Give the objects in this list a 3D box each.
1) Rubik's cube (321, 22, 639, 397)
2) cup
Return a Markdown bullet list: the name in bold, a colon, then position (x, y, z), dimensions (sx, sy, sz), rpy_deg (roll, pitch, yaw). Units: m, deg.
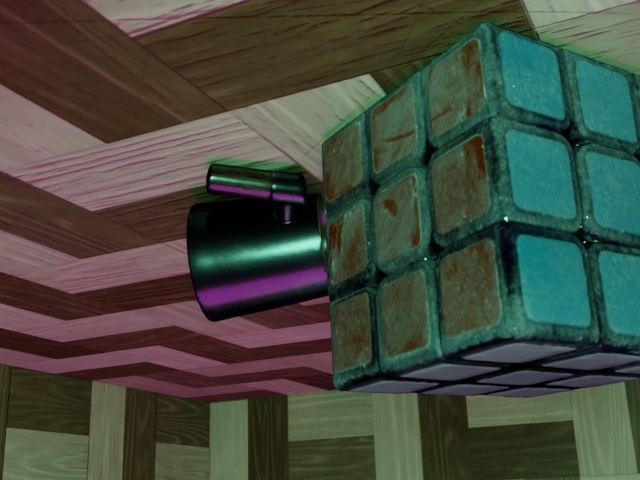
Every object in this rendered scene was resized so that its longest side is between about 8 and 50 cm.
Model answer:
- **Rubik's cube**: position (0.202, -0.002, 0.886), dimensions (0.301, 0.305, 0.303), rpy_deg (7, 161, -29)
- **cup**: position (-0.081, 0.008, 1.104), dimensions (0.176, 0.166, 0.239), rpy_deg (-8, 162, 7)
